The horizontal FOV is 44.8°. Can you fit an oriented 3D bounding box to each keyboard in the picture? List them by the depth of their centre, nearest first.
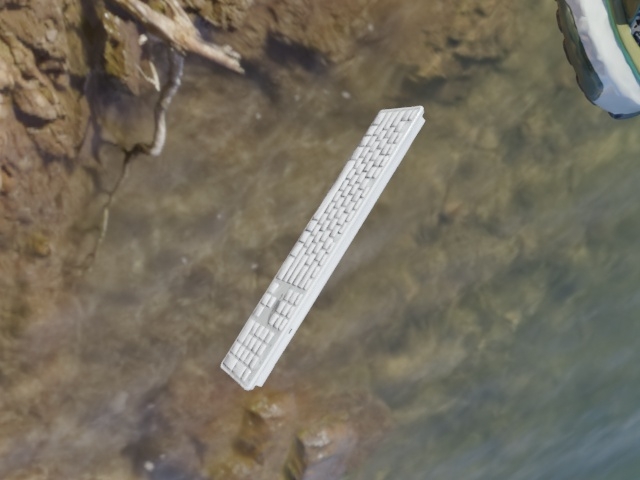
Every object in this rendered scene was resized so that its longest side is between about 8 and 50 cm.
[{"bbox_3d":[0.000,0.000,0.619,0.014,0.072,0.256,36,81,-28],"label":"keyboard"}]

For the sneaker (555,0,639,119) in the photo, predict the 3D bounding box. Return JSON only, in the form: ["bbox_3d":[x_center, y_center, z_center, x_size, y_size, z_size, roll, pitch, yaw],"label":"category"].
[{"bbox_3d":[0.242,-0.284,0.539,0.158,0.182,0.410,-45,117,-29],"label":"sneaker"}]
